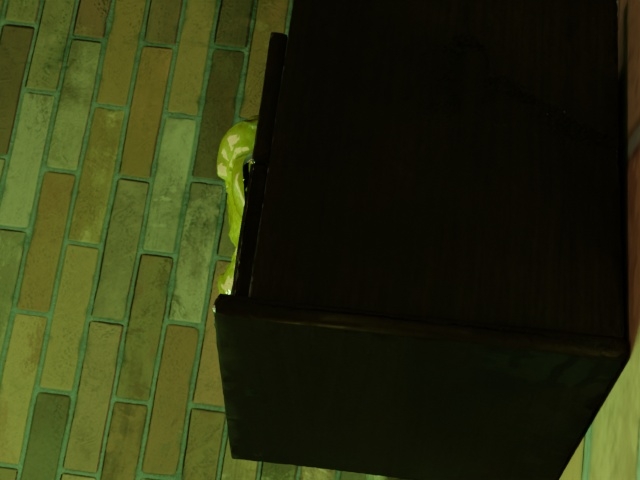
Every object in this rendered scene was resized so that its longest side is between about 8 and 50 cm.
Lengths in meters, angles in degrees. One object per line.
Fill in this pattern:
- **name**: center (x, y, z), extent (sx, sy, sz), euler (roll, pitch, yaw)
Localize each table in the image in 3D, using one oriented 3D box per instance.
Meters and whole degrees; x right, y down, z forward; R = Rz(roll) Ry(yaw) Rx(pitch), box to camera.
- **table**: center (0.044, -0.003, 0.603), extent (0.169, 0.173, 0.193), euler (93, -176, -60)

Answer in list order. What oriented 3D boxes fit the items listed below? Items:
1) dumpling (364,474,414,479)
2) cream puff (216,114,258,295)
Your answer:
- **dumpling**: center (0.075, 0.253, 1.011), extent (0.166, 0.086, 0.332), euler (88, -176, -60)
- **cream puff**: center (-0.007, -0.005, 1.566), extent (0.269, 0.323, 0.274), euler (-61, 19, 15)
